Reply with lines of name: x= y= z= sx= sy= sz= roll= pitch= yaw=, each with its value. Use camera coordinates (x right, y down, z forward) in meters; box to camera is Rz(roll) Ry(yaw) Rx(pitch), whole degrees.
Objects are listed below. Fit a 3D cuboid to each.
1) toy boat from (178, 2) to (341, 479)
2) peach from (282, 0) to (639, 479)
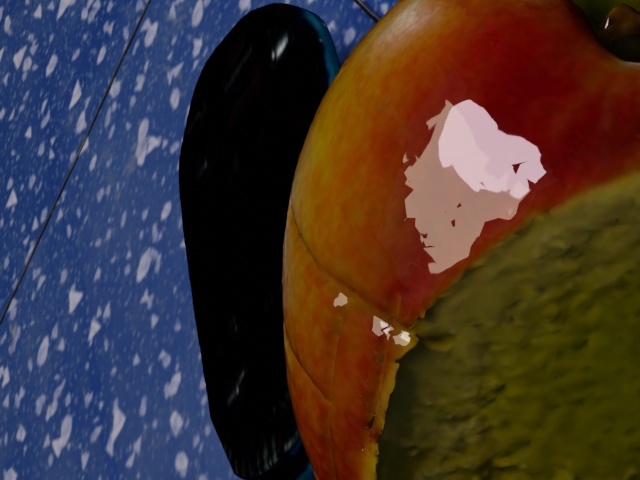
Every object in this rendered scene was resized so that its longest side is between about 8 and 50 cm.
toy boat: x=0.000 y=0.000 z=1.035 sx=0.134 sy=0.092 sz=0.298 roll=-43 pitch=42 yaw=37
peach: x=0.107 y=0.020 z=0.745 sx=0.245 sy=0.249 sz=0.274 roll=-63 pitch=-11 yaw=-66
